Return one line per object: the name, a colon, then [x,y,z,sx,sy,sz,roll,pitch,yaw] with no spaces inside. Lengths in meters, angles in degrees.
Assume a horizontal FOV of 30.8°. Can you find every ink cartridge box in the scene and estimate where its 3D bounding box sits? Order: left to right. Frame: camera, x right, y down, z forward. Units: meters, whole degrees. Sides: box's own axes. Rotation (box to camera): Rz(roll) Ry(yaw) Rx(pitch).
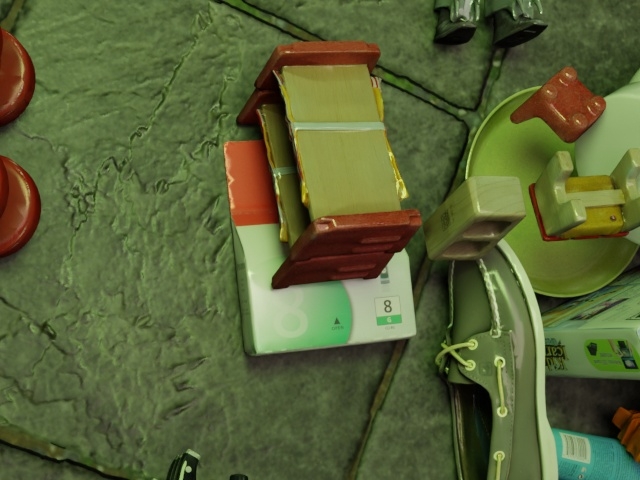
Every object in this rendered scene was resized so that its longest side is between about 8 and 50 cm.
ink cartridge box: [0.000,0.000,1.210,0.181,0.056,0.224,-5,88,-21]

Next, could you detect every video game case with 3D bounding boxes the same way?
video game case: [0.375,0.068,1.240,0.269,0.244,0.061,-23,94,-21]

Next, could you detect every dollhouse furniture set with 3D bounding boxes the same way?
dollhouse furniture set: [0.124,-0.078,1.179,0.374,0.152,0.201,-3,68,-19]

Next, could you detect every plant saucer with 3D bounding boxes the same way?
plant saucer: [0.264,-0.054,1.321,0.241,0.037,0.241,2,83,-21]

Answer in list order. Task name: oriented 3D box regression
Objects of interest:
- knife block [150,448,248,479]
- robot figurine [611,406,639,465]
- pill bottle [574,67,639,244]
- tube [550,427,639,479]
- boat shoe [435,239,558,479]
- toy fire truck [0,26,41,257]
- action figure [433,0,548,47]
knife block: [-0.116,0.338,1.038,0.088,0.275,0.242,11,111,-19]
robot figurine: [0.483,0.167,1.321,0.291,0.085,0.211,-5,129,-28]
pill bottle: [0.466,-0.135,1.285,0.363,0.210,0.210,-26,94,-31]
tube: [0.327,0.255,1.311,0.207,0.052,0.080,17,84,-24]
boat shoe: [0.177,0.144,1.231,0.091,0.109,0.305,-11,92,-26]
toy fire truck: [-0.393,-0.099,1.026,0.254,0.169,0.302,-4,85,-2]
action figure: [0.186,-0.360,1.292,0.185,0.099,0.285,1,80,-12]
